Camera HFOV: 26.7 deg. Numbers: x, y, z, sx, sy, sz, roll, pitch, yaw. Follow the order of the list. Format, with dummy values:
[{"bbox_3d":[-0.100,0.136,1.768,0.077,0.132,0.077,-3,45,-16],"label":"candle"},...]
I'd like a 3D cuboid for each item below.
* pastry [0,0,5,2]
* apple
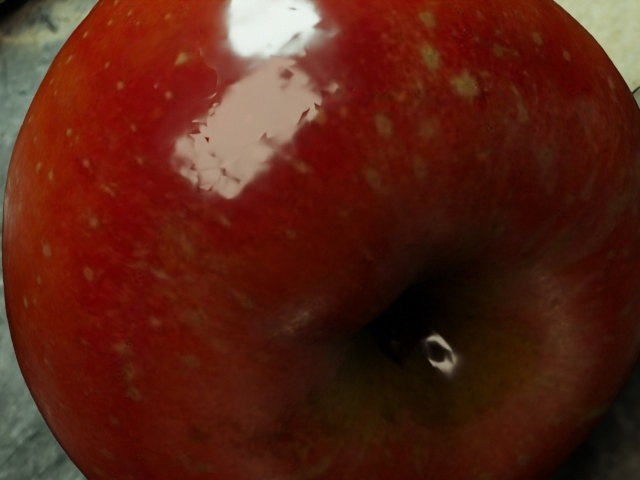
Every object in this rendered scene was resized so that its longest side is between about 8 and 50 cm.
[{"bbox_3d":[-0.225,-0.238,0.854,0.229,0.100,0.218,0,70,30],"label":"pastry"},{"bbox_3d":[0.000,0.000,0.543,0.260,0.260,0.216,-49,34,2],"label":"apple"}]
